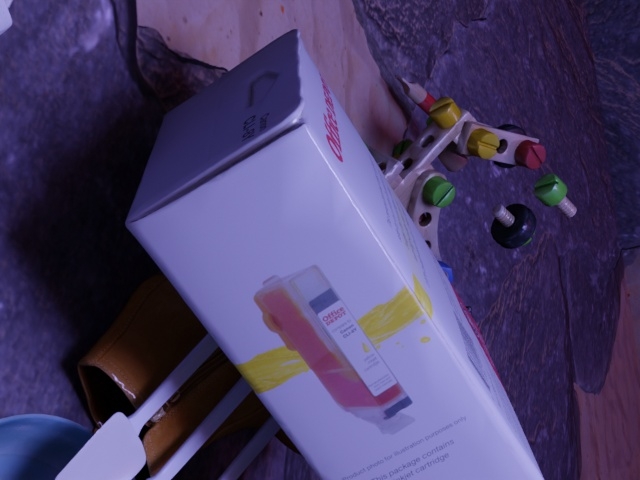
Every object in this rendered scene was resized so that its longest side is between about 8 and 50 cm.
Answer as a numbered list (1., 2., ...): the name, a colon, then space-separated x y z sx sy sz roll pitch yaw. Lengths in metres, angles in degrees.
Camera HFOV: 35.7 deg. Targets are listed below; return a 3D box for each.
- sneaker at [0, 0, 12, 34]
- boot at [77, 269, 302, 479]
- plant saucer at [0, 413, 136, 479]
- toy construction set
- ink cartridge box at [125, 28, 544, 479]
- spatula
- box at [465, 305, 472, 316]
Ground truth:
1. sneaker: -0.282 -0.120 0.587 0.114 0.152 0.305 64 36 -37
2. boot: -0.104 0.162 0.932 0.211 0.104 0.295 -55 127 -42
3. plant saucer: -0.220 0.287 0.721 0.317 0.044 0.317 32 53 -57
4. toy construction set: 0.128 -0.118 1.293 0.237 0.257 0.309 37 25 -32
5. ink cartridge box: 0.015 0.041 0.877 0.384 0.160 0.279 57 11 -22
6. spatula: -0.111 0.174 0.832 0.242 0.019 0.168 -46 126 -39
7. box: 0.192 0.212 1.501 0.184 0.045 0.190 -24 108 -57
